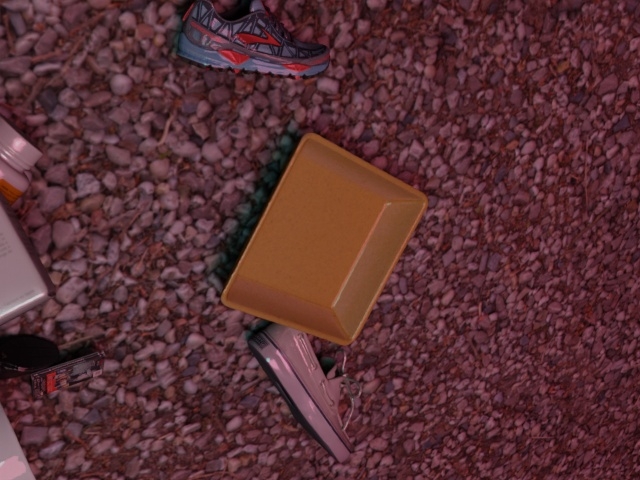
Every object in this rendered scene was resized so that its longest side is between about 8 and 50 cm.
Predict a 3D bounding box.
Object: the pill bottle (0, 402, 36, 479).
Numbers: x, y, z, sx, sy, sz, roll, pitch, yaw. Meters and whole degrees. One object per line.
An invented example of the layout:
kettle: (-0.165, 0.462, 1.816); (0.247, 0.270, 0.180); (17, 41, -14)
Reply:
pill bottle: (-0.566, 0.339, 0.987); (0.407, 0.229, 0.229); (-24, 124, -25)

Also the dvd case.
dvd case: (-0.418, 0.222, 1.352); (0.119, 0.013, 0.087); (-16, 156, -25)

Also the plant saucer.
plant saucer: (0.000, 0.000, 1.502); (0.332, 0.081, 0.333); (24, 96, -39)

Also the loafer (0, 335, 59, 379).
loafer: (-0.501, 0.191, 1.292); (0.170, 0.062, 0.061); (0, 152, -41)

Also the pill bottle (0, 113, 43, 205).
pill bottle: (-0.487, -0.071, 1.121); (0.215, 0.117, 0.117); (-47, 130, -5)

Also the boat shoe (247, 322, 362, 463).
boat shoe: (0.002, 0.283, 1.629); (0.156, 0.136, 0.367); (-39, 119, -16)

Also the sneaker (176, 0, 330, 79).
sneaker: (-0.090, -0.320, 1.271); (0.261, 0.104, 0.125); (-2, 112, -33)

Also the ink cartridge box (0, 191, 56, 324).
ink cartridge box: (-0.562, -0.026, 1.015); (0.308, 0.091, 0.385); (-28, 92, -11)
